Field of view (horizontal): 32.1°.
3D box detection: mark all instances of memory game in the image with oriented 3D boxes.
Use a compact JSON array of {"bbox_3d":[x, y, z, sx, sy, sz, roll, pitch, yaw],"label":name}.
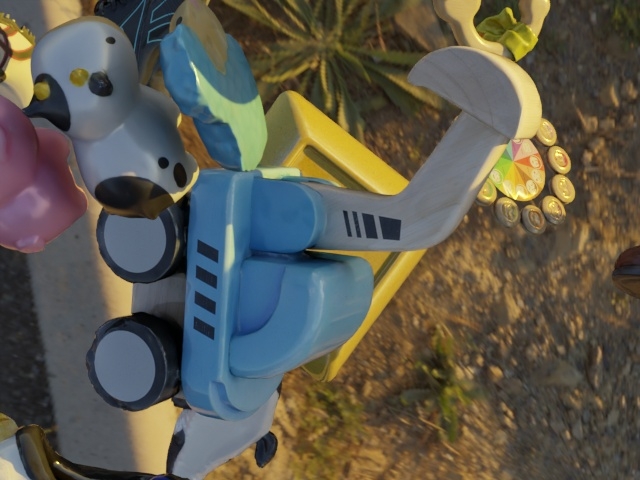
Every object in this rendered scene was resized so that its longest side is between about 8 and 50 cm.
[{"bbox_3d":[0.226,-0.092,1.293,0.012,0.186,0.186,-35,61,50],"label":"memory game"}]

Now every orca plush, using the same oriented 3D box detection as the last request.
[{"bbox_3d":[-0.124,0.247,1.490,0.151,0.102,0.287,20,123,4],"label":"orca plush"}]

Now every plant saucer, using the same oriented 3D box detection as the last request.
[{"bbox_3d":[-0.011,0.003,1.652,0.333,0.081,0.332,37,88,-16],"label":"plant saucer"}]

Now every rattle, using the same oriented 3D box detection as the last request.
[{"bbox_3d":[0.180,-0.313,1.414,0.130,0.200,0.142,-61,24,24],"label":"rattle"}]

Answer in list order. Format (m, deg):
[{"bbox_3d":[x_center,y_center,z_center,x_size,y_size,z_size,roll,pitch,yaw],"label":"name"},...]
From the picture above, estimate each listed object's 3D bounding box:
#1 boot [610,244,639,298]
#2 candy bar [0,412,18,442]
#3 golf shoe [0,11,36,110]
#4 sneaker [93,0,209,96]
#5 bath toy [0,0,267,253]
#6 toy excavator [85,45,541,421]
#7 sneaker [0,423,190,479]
[{"bbox_3d":[0.404,-0.082,1.069,0.264,0.096,0.280,-14,59,27],"label":"boot"},{"bbox_3d":[-0.275,0.090,0.746,0.161,0.018,0.040,35,120,-3],"label":"candy bar"},{"bbox_3d":[-0.382,-0.206,1.189,0.105,0.273,0.120,-5,59,12],"label":"golf shoe"},{"bbox_3d":[-0.173,-0.227,1.119,0.106,0.101,0.267,21,113,-12],"label":"sneaker"},{"bbox_3d":[-0.218,-0.054,0.802,0.348,0.129,0.151,-22,99,17],"label":"bath toy"},{"bbox_3d":[0.000,0.000,1.216,0.445,0.222,0.432,8,98,22],"label":"toy excavator"},{"bbox_3d":[-0.121,0.235,0.640,0.182,0.127,0.315,-32,94,-7],"label":"sneaker"}]
